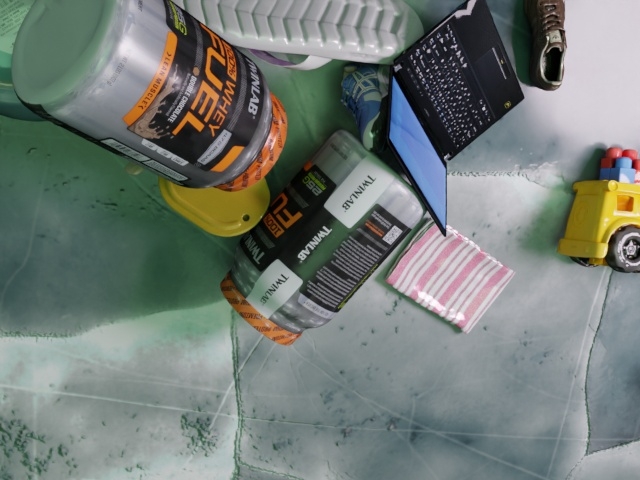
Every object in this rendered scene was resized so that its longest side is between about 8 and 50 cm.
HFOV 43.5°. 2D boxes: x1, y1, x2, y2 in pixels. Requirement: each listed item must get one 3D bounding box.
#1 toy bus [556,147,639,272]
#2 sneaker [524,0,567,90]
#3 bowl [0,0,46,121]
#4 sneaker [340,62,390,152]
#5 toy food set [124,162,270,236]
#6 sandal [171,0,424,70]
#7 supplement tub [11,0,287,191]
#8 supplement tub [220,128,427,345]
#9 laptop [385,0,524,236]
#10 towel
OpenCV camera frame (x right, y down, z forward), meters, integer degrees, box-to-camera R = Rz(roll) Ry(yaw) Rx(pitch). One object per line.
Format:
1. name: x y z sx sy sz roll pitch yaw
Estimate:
1. toy bus: 0.535 -0.047 1.359 0.220 0.149 0.211 9 90 -13
2. sneaker: 0.368 -0.332 1.270 0.066 0.071 0.188 -10 109 -5
3. bowl: -0.419 -0.308 1.111 0.312 0.163 0.311 -2 107 -7
4. sneaker: 0.069 -0.202 1.207 0.081 0.211 0.080 5 129 1
5. toy food set: -0.179 -0.086 1.255 0.218 0.071 0.128 35 80 8
6. sandal: -0.050 -0.315 1.191 0.417 0.169 0.102 10 145 -12
7. supplement tub: -0.207 -0.196 1.056 0.207 0.207 0.338 -53 141 9
8. supplement tub: 0.000 0.000 1.253 0.194 0.193 0.316 39 97 -17
9. laptop: 0.211 -0.187 1.206 0.264 0.136 0.234 -39 134 -1
10. towel: 0.226 0.064 1.393 0.197 0.029 0.144 33 100 -17
